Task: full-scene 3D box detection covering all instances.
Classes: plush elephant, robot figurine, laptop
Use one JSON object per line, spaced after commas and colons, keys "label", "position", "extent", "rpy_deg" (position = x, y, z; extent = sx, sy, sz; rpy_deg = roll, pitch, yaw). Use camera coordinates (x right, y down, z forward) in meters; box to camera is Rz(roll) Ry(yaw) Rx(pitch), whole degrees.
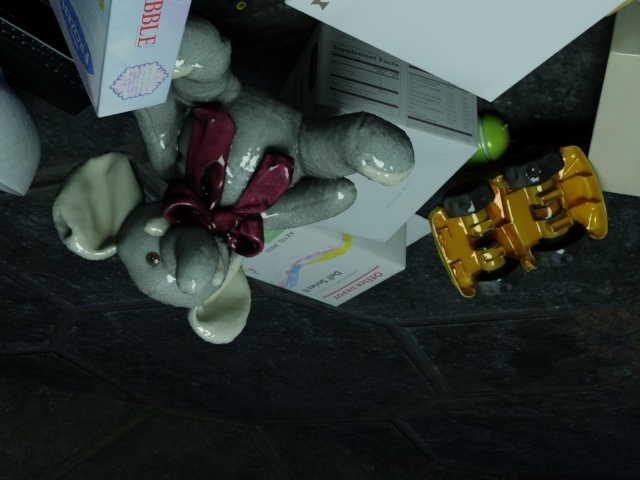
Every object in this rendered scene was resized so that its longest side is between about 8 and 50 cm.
{"label": "plush elephant", "position": [-0.119, -0.038, 0.829], "extent": [0.272, 0.255, 0.330], "rpy_deg": [27, 168, -20]}
{"label": "robot figurine", "position": [0.204, -0.133, 1.081], "extent": [0.115, 0.067, 0.101], "rpy_deg": [-11, 154, 26]}
{"label": "laptop", "position": [-0.346, -0.209, 0.960], "extent": [0.264, 0.136, 0.234], "rpy_deg": [-22, 141, 40]}

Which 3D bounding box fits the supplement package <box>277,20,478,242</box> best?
{"label": "supplement package", "position": [0.048, -0.133, 1.025], "extent": [0.204, 0.145, 0.262], "rpy_deg": [14, 150, -16]}

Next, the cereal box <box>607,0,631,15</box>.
{"label": "cereal box", "position": [0.308, -0.323, 0.733], "extent": [0.173, 0.047, 0.240], "rpy_deg": [22, 147, -29]}

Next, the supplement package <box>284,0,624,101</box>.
{"label": "supplement package", "position": [0.116, -0.290, 0.599], "extent": [0.198, 0.262, 0.199], "rpy_deg": [19, 149, -24]}

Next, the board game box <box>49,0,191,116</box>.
{"label": "board game box", "position": [-0.174, -0.310, 0.574], "extent": [0.066, 0.318, 0.318], "rpy_deg": [-17, 162, -27]}

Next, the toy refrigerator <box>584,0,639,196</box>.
{"label": "toy refrigerator", "position": [0.389, -0.165, 0.962], "extent": [0.102, 0.094, 0.269], "rpy_deg": [10, 153, 17]}

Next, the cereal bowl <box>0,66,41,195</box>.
{"label": "cereal bowl", "position": [-0.497, -0.184, 0.975], "extent": [0.339, 0.141, 0.339], "rpy_deg": [21, 171, 4]}

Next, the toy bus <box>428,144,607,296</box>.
{"label": "toy bus", "position": [0.241, -0.042, 1.093], "extent": [0.220, 0.211, 0.149], "rpy_deg": [-26, 108, -4]}

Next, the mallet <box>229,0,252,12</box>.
{"label": "mallet", "position": [-0.032, -0.294, 0.865], "extent": [0.062, 0.039, 0.190], "rpy_deg": [18, 154, -27]}

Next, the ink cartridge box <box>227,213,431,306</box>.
{"label": "ink cartridge box", "position": [0.000, 0.000, 1.307], "extent": [0.354, 0.119, 0.207], "rpy_deg": [20, 148, -26]}
